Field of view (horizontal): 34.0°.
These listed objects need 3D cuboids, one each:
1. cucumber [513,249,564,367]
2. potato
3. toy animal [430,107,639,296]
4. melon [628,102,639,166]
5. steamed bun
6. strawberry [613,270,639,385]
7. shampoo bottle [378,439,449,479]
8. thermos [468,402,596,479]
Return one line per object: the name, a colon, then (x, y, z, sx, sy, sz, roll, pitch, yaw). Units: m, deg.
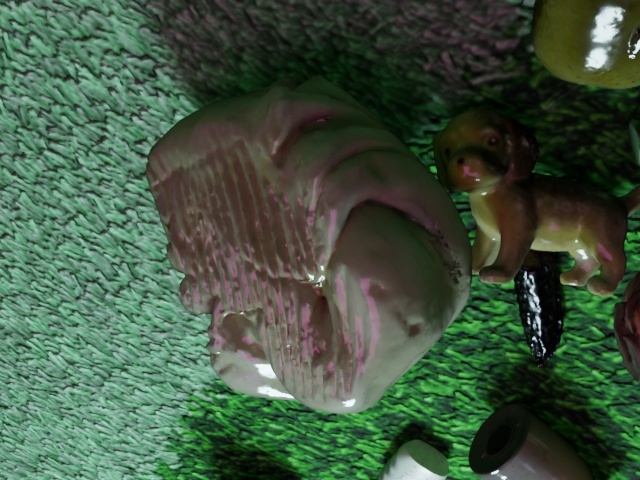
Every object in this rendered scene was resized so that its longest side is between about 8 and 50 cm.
cucumber: (0.248, 0.069, 1.199, 0.053, 0.053, 0.181, 2, 129, 22)
potato: (0.264, -0.233, 0.903, 0.160, 0.111, 0.272, 17, 131, 12)
toy animal: (0.213, -0.030, 1.075, 0.233, 0.121, 0.169, 20, 94, -1)
melon: (0.439, -0.085, 0.939, 0.323, 0.124, 0.196, -4, 118, 24)
steamed bun: (0.000, 0.000, 1.109, 0.352, 0.247, 0.339, -16, 92, 43)
strawberry: (0.455, 0.056, 1.019, 0.336, 0.265, 0.149, -16, 77, 9)
shampoo bottle: (0.115, 0.342, 1.481, 0.077, 0.045, 0.152, 31, 131, -6)
thermos: (0.287, 0.304, 1.353, 0.193, 0.105, 0.137, 37, 159, -17)
